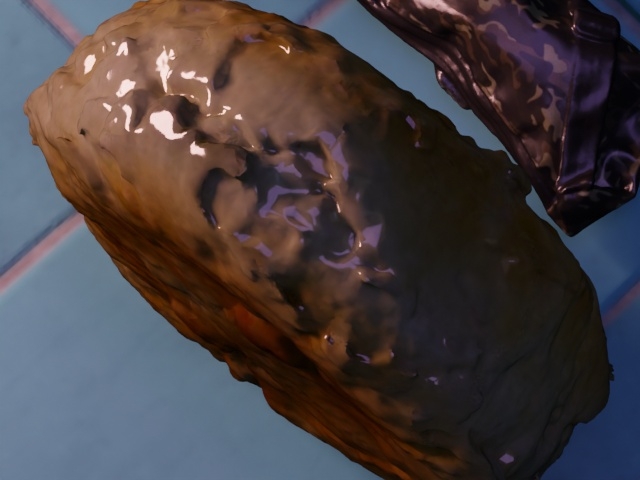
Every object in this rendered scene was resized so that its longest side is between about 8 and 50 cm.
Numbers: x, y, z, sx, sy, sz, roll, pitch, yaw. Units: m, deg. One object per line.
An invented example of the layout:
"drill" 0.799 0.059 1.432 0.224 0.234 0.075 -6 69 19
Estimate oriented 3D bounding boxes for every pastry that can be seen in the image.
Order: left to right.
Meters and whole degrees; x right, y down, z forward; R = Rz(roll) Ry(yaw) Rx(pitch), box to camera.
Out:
"pastry" 0.000 0.000 0.872 0.330 0.329 0.136 38 77 7

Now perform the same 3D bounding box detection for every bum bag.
"bum bag" 0.105 -0.123 1.031 0.102 0.069 0.248 -38 82 -14
